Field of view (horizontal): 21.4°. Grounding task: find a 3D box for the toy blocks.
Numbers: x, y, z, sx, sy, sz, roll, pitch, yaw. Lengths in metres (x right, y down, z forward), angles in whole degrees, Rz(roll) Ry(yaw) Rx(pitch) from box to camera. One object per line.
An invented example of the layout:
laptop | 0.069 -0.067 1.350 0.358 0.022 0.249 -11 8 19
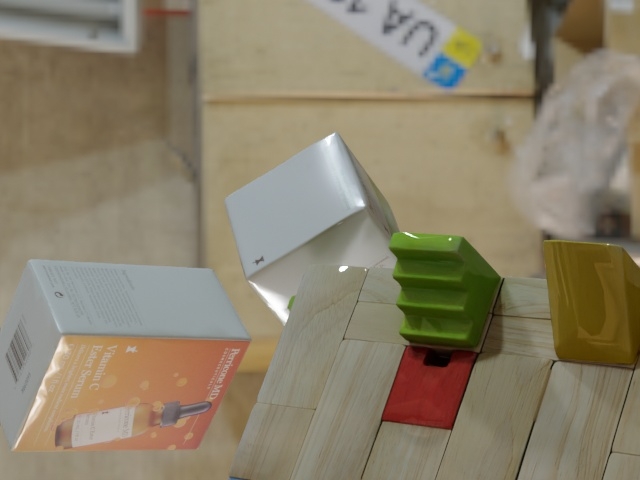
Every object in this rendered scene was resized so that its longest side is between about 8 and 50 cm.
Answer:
toy blocks | 0.085 0.156 0.943 0.191 0.381 0.260 43 -119 -44

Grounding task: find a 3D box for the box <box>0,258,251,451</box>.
box | -0.165 0.095 1.366 0.091 0.171 0.130 58 133 42

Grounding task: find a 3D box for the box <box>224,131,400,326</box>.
box | 0.000 0.000 1.201 0.087 0.102 0.101 51 -168 -37
